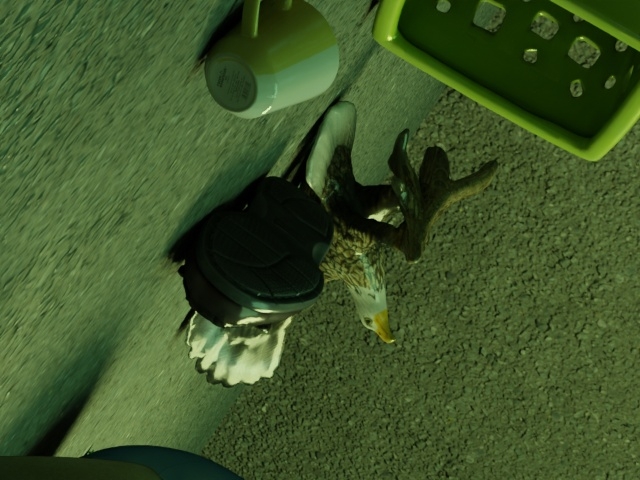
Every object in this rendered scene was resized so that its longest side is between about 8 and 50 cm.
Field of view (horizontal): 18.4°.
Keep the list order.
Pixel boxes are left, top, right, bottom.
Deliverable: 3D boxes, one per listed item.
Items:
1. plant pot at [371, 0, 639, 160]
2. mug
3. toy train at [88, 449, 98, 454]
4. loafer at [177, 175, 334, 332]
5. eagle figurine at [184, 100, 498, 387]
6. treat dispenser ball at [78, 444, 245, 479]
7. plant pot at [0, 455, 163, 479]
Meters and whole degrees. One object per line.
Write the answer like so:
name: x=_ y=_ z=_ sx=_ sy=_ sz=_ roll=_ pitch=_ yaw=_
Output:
plant pot: x=0.197 y=-0.232 z=1.588 sx=0.207 sy=0.228 sz=0.227 roll=-61 pitch=179 yaw=-20
mug: x=-0.035 y=-0.105 z=1.097 sx=0.062 sy=0.078 sz=0.064 roll=-15 pitch=-166 yaw=39
toy train: x=-0.238 y=0.234 z=1.899 sx=0.083 sy=0.017 sz=0.024 roll=-52 pitch=-174 yaw=-37
loafer: x=-0.058 y=0.030 z=1.632 sx=0.095 sy=0.109 sz=0.302 roll=-51 pitch=-179 yaw=18
eagle figurine: x=0.002 y=0.011 z=1.956 sx=0.298 sy=0.225 sz=0.226 roll=-19 pitch=157 yaw=40
treat dispenser ball: x=-0.148 y=0.310 z=1.601 sx=0.288 sy=0.288 sz=0.288 roll=-54 pitch=177 yaw=-5
plant pot: x=-0.161 y=0.220 z=1.095 sx=0.284 sy=0.284 sz=0.191 roll=110 pitch=-20 yaw=-78
